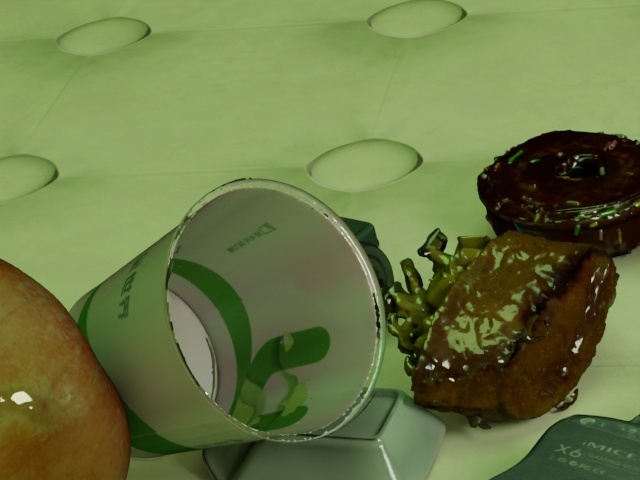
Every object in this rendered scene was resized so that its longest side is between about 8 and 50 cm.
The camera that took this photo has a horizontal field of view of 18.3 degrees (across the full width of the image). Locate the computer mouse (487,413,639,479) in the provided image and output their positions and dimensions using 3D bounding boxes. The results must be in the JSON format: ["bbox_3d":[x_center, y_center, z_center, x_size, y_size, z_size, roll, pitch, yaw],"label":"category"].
[{"bbox_3d":[0.256,0.236,1.808,0.167,0.090,0.379,18,33,28],"label":"computer mouse"}]

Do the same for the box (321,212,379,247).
[{"bbox_3d":[0.000,0.000,2.387,0.126,0.031,0.091,12,33,36],"label":"box"}]

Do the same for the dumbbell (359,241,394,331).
[{"bbox_3d":[-0.025,0.047,2.238,0.255,0.110,0.110,8,31,39],"label":"dumbbell"}]

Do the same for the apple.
[{"bbox_3d":[-0.361,0.182,1.825,0.338,0.338,0.305,20,49,42],"label":"apple"}]

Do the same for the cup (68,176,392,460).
[{"bbox_3d":[-0.112,0.096,1.919,0.253,0.253,0.274,-36,8,-41],"label":"cup"}]

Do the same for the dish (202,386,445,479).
[{"bbox_3d":[-0.004,0.195,1.985,0.234,0.064,0.154,1,30,20],"label":"dish"}]

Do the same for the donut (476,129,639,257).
[{"bbox_3d":[0.302,-0.048,2.330,0.235,0.089,0.235,-8,27,4],"label":"donut"}]

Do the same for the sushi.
[{"bbox_3d":[0.186,0.080,2.042,0.179,0.167,0.296,11,52,44],"label":"sushi"}]
